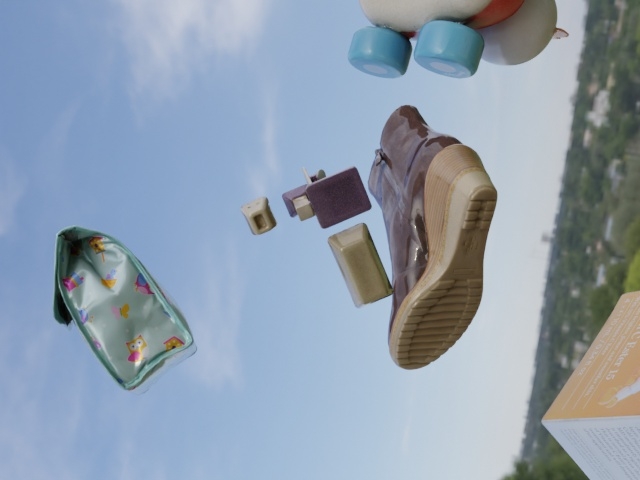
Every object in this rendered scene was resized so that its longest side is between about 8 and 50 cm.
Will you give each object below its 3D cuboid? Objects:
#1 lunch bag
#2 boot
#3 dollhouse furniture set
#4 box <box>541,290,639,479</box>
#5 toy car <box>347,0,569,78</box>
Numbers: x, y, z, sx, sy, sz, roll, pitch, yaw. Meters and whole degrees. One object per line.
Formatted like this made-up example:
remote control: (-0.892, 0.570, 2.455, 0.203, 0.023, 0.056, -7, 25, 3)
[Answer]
lunch bag: (-0.322, 0.103, 1.507, 0.160, 0.262, 0.223, -38, -4, -12)
boot: (0.105, -0.006, 1.078, 0.207, 0.090, 0.248, 54, 132, 54)
dollhouse furniture set: (0.000, 0.000, 0.756, 0.081, 0.091, 0.114, -113, -1, -71)
box: (0.438, 0.159, 0.991, 0.168, 0.345, 0.215, 49, -120, -12)
toy car: (0.186, -0.274, 1.142, 0.238, 0.210, 0.219, 21, -97, -41)
